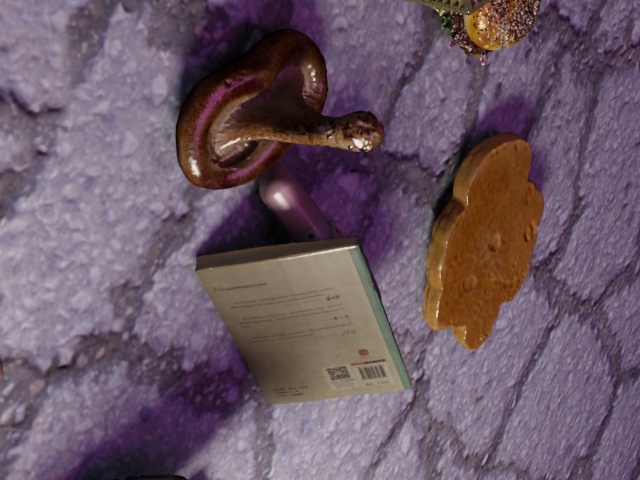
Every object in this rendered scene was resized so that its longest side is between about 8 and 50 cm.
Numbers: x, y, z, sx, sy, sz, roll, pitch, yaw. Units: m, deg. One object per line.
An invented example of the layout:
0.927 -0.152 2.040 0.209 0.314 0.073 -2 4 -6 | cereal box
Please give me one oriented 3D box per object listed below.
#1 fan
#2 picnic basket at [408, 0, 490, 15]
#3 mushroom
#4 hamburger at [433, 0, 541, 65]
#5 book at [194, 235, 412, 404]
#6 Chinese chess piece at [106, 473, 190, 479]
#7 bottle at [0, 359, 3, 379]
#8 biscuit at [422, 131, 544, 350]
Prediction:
0.000 0.000 1.170 0.074 0.130 0.244 -29 122 12 | fan
0.147 -0.369 1.065 0.154 0.196 0.134 -36 130 -26 | picnic basket
-0.032 -0.128 0.998 0.227 0.217 0.148 -46 135 -16 | mushroom
0.240 -0.338 1.241 0.164 0.093 0.190 16 97 -45 | hamburger
-0.015 0.113 1.167 0.025 0.214 0.283 -82 159 -47 | book
-0.192 0.439 1.027 0.349 0.349 0.146 -35 143 -26 | Chinese chess piece
-0.367 0.092 0.910 0.053 0.053 0.140 -35 130 -26 | bottle
0.261 0.009 1.458 0.269 0.051 0.376 -19 122 -39 | biscuit
